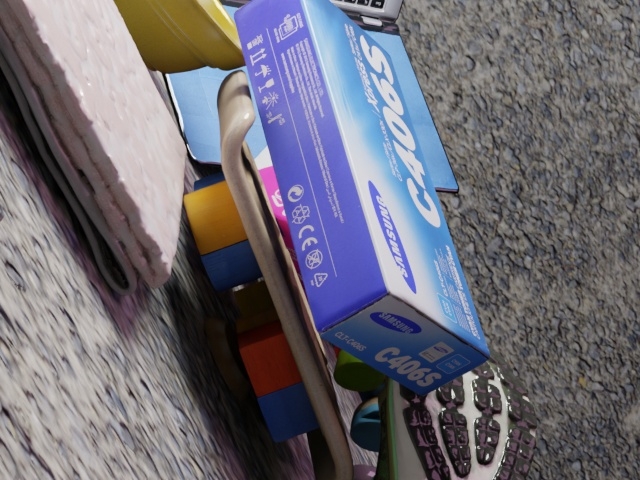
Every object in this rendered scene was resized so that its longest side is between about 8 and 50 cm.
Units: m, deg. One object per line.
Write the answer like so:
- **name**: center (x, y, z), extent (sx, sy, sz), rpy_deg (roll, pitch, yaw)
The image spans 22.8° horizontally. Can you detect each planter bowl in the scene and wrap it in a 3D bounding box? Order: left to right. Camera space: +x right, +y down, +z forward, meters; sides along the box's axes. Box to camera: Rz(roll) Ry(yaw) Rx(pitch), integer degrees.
- **planter bowl**: center (-0.161, -0.231, 1.568), extent (0.217, 0.090, 0.217), rpy_deg (51, 6, -8)

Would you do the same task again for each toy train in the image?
- **toy train**: center (0.037, 0.076, 1.485), extent (0.143, 0.105, 0.248), rpy_deg (-82, 159, -43)

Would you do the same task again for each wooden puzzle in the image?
- **wooden puzzle**: center (-0.057, 0.035, 1.458), extent (0.322, 0.080, 0.347), rpy_deg (-106, -179, -76)

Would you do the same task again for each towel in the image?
- **towel**: center (-0.200, -0.153, 1.268), extent (0.317, 0.053, 0.332), rpy_deg (-96, 163, -66)

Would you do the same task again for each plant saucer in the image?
- **plant saucer**: center (-0.080, 0.105, 1.447), extent (0.083, 0.015, 0.083), rpy_deg (-24, 90, -82)

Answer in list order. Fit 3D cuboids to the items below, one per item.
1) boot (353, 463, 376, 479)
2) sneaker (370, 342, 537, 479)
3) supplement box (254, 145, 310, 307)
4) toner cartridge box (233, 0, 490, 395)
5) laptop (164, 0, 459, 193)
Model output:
- **boot**: center (0.087, 0.308, 1.648), extent (0.258, 0.095, 0.123), rpy_deg (50, 25, -60)
- **sneaker**: center (0.075, 0.245, 1.382), extent (0.158, 0.182, 0.410), rpy_deg (29, 46, -23)
- **supplement box**: center (0.000, 0.000, 1.726), extent (0.111, 0.114, 0.220), rpy_deg (24, -29, 38)
- **toner cartridge box**: center (0.032, -0.052, 1.359), extent (0.165, 0.075, 0.347), rpy_deg (32, 34, -48)
- **laptop**: center (0.011, -0.298, 1.818), extent (0.382, 0.408, 0.236), rpy_deg (5, 20, -37)
